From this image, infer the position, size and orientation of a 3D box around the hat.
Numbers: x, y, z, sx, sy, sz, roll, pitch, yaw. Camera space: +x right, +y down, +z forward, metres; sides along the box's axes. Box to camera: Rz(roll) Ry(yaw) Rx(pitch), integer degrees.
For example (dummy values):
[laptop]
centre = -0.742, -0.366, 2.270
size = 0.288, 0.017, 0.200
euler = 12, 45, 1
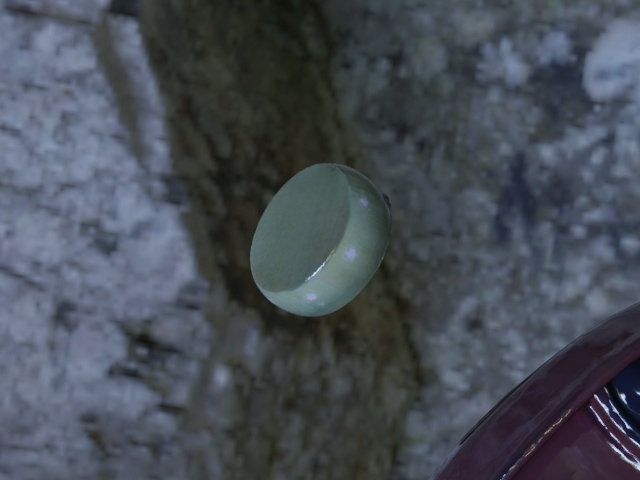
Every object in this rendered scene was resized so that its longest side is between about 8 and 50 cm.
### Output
[hat]
centre = 0.111, 0.108, 0.605
size = 0.089, 0.205, 0.205
euler = 48, -160, 28

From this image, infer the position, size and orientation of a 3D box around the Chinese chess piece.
[Chinese chess piece]
centre = 0.000, 0.000, 0.870
size = 0.034, 0.084, 0.084
euler = 33, 165, -34
